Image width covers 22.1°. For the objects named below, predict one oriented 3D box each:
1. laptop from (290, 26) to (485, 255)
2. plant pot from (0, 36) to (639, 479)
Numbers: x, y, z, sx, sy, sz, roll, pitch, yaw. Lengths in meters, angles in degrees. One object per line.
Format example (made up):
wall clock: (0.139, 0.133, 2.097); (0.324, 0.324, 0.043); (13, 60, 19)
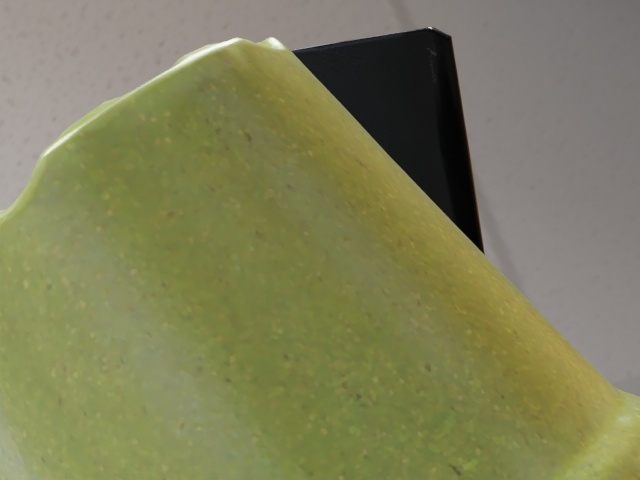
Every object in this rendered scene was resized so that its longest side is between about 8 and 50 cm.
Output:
laptop: (0.000, 0.000, 0.989); (0.137, 0.264, 0.234); (-9, -84, -8)
plant pot: (-0.017, 0.070, 0.631); (0.276, 0.276, 0.254); (-33, -94, -41)
